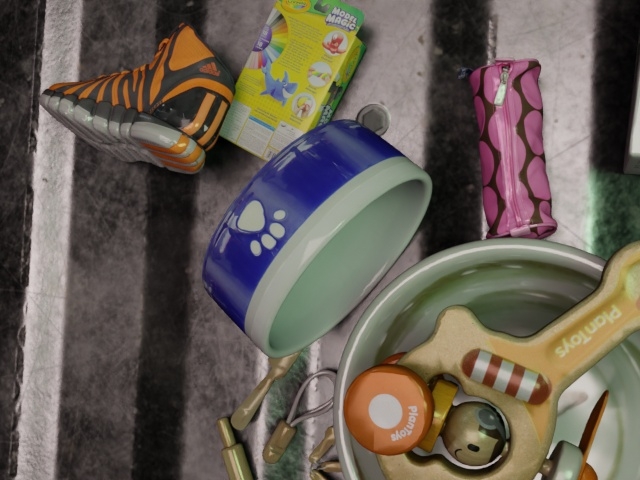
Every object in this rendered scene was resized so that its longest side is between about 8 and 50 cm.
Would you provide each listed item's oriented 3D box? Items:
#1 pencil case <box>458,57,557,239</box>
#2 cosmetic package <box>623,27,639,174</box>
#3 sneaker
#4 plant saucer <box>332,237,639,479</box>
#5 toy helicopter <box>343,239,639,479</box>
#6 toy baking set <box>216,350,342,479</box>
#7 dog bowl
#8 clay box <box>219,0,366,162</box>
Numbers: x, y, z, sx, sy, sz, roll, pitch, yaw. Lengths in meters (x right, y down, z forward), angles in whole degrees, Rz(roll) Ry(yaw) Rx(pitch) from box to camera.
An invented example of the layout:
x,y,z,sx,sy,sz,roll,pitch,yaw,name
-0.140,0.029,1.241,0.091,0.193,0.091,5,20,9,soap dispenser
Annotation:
x,y,z,sx,sy,sz,roll,pitch,yaw,name
0.217,-0.100,0.813,0.095,0.098,0.209,-7,86,5,pencil case
0.439,-0.176,0.719,0.225,0.138,0.223,7,90,21,cosmetic package
-0.238,-0.205,0.982,0.321,0.124,0.180,18,73,31,sneaker
0.216,0.198,0.798,0.401,0.100,0.400,-1,87,19,plant saucer
0.213,0.141,0.681,0.355,0.140,0.235,-41,77,10,toy helicopter
-0.040,0.265,0.926,0.197,0.030,0.256,-26,79,13,toy baking set
0.000,0.000,0.798,0.104,0.265,0.265,42,101,19,dog bowl
-0.035,-0.210,0.932,0.127,0.053,0.222,31,96,20,clay box
